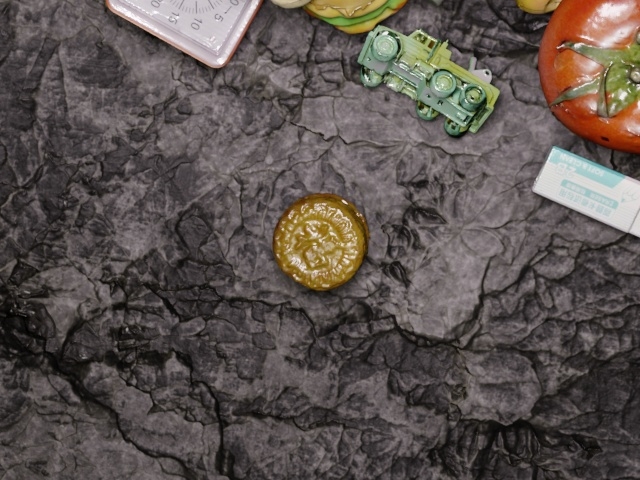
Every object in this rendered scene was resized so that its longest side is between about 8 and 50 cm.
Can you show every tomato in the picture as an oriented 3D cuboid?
[{"bbox_3d":[0.541,-0.308,1.616,0.341,0.273,0.342,8,116,16],"label":"tomato"}]

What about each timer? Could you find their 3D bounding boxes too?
[{"bbox_3d":[-0.227,-0.492,1.804,0.250,0.161,0.257,31,103,-4],"label":"timer"}]

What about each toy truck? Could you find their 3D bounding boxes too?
[{"bbox_3d":[0.201,-0.312,1.766,0.259,0.128,0.135,27,69,-1],"label":"toy truck"}]

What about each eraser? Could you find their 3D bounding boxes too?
[{"bbox_3d":[0.508,-0.089,1.761,0.225,0.052,0.096,25,100,8],"label":"eraser"}]

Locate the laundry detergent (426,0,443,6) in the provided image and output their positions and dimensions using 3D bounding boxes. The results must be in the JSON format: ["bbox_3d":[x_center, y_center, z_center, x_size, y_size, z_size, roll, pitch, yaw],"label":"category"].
[{"bbox_3d":[0.274,-0.601,1.659,0.264,0.124,0.398,37,100,30],"label":"laundry detergent"}]

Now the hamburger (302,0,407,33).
[{"bbox_3d":[0.068,-0.485,1.739,0.237,0.149,0.237,-3,78,15],"label":"hamburger"}]

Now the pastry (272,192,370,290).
[{"bbox_3d":[0.000,0.000,1.855,0.188,0.103,0.189,2,98,12],"label":"pastry"}]

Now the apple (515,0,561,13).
[{"bbox_3d":[0.392,-0.475,1.681,0.146,0.146,0.147,2,99,12],"label":"apple"}]

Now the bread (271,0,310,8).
[{"bbox_3d":[-0.043,-0.550,1.677,0.315,0.054,0.316,-2,81,14],"label":"bread"}]
